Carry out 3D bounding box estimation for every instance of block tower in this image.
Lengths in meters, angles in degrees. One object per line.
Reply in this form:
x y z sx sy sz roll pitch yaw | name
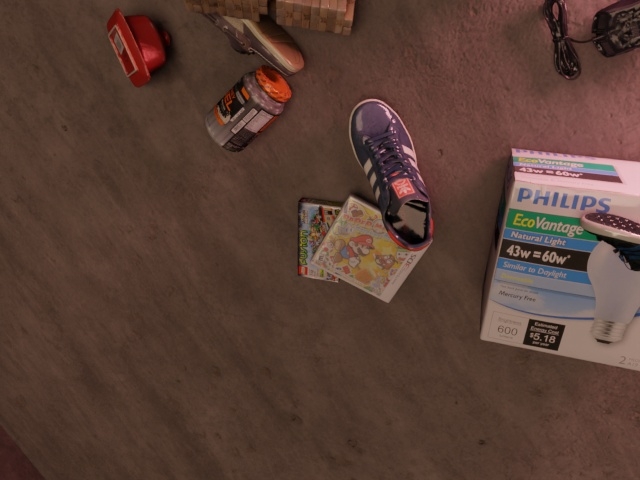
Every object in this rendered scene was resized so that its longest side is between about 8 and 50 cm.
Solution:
-0.099 -0.494 1.066 0.336 0.091 0.097 7 81 -2 | block tower

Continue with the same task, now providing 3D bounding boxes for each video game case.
0.121 0.024 1.305 0.227 0.026 0.206 28 115 -6 | video game case

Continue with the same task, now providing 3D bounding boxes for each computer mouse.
0.545 -0.425 0.977 0.262 0.060 0.184 -16 113 35 | computer mouse

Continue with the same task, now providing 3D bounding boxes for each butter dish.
-0.402 -0.449 1.235 0.160 0.118 0.159 12 128 60 | butter dish

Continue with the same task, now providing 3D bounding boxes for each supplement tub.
-0.163 -0.299 1.222 0.190 0.117 0.117 -37 99 27 | supplement tub

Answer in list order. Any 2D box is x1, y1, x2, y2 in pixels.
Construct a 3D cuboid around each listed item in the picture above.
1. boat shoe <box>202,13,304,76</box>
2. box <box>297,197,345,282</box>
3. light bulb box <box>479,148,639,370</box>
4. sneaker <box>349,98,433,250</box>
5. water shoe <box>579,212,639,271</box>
-0.157 -0.450 1.164 0.285 0.103 0.092 43 124 -1 | boat shoe
0.000 0.000 1.354 0.114 0.036 0.206 8 116 14 | box
0.534 0.031 1.093 0.358 0.225 0.360 9 117 13 | light bulb box
0.164 -0.136 1.155 0.131 0.148 0.349 -24 103 5 | sneaker
0.537 0.016 0.916 0.203 0.073 0.080 18 120 9 | water shoe
